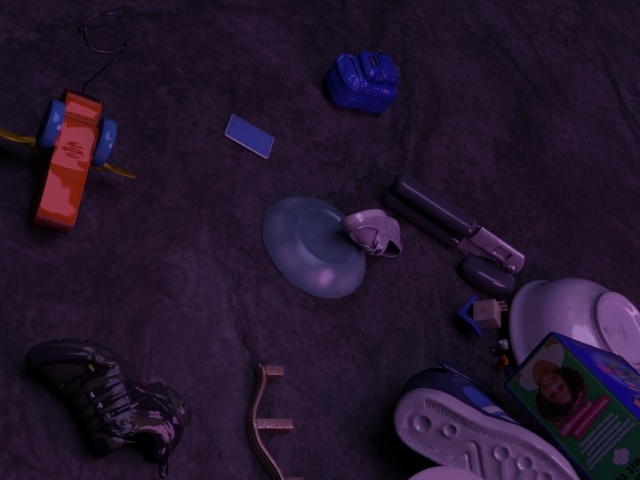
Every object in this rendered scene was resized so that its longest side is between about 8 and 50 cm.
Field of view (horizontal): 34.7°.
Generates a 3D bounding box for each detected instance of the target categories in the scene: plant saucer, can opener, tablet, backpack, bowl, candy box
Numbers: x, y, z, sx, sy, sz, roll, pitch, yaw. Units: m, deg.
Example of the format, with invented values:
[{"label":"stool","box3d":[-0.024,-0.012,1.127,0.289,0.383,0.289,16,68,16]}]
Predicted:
[{"label":"plant saucer","box3d":[0.000,0.000,1.649,0.195,0.037,0.194,18,52,-24]},{"label":"can opener","box3d":[0.232,-0.006,1.789,0.283,0.076,0.095,32,46,-11]},{"label":"tablet","box3d":[-0.118,-0.173,1.708,0.083,0.006,0.054,29,47,-16]},{"label":"backpack","box3d":[0.073,-0.296,1.867,0.120,0.101,0.098,1,53,-30]},{"label":"bowl","box3d":[0.476,0.178,1.770,0.298,0.134,0.297,23,49,-30]},{"label":"candy box","box3d":[0.453,0.290,1.462,0.268,0.122,0.317,20,21,-49]}]

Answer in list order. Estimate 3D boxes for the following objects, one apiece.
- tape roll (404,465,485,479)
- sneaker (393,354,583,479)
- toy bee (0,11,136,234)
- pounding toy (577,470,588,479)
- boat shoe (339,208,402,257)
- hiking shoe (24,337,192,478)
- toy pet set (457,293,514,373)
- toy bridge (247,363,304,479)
[{"label":"tape roll","box3d":[0.142,0.440,1.346,0.246,0.169,0.246,18,52,-24]},{"label":"sneaker","box3d":[0.266,0.293,1.508,0.323,0.130,0.236,31,15,13]},{"label":"toy bee","box3d":[-0.342,-0.147,1.455,0.195,0.162,0.298,40,70,-17]},{"label":"pounding toy","box3d":[0.459,0.406,1.548,0.154,0.155,0.269,42,32,-48]},{"label":"boat shoe","box3d":[0.086,-0.006,1.663,0.184,0.066,0.063,28,43,-69]},{"label":"hiking shoe","box3d":[-0.269,0.207,1.278,0.227,0.086,0.114,30,44,-16]},{"label":"toy pet set","box3d":[0.280,0.153,1.739,0.114,0.065,0.122,52,35,-46]},{"label":"toy bridge","box3d":[-0.070,0.258,1.426,0.063,0.026,0.188,6,57,-31]}]
